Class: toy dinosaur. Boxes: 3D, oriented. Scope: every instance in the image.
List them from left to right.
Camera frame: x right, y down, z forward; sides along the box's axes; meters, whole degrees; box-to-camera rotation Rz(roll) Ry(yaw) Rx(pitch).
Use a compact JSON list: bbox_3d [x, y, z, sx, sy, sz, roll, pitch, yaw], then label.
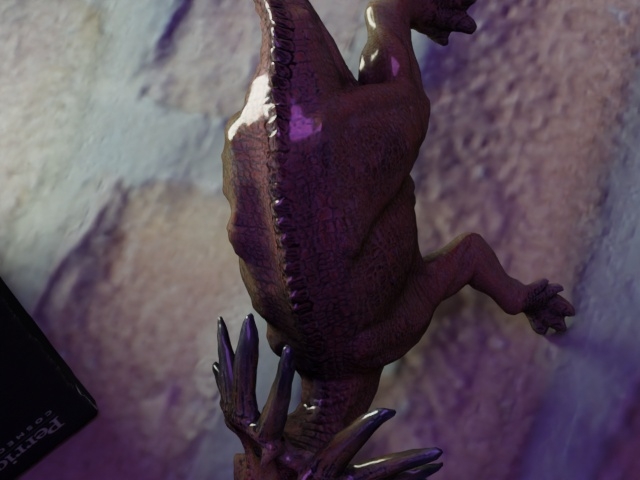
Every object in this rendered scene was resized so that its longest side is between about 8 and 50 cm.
[{"bbox_3d":[0.000,0.000,0.597,0.127,0.295,0.200,-5,20,32],"label":"toy dinosaur"}]

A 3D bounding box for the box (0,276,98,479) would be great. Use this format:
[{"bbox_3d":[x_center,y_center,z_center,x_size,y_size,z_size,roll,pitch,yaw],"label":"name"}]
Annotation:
[{"bbox_3d":[-0.308,0.062,0.554,0.343,0.312,0.179,-37,65,-11],"label":"box"}]
